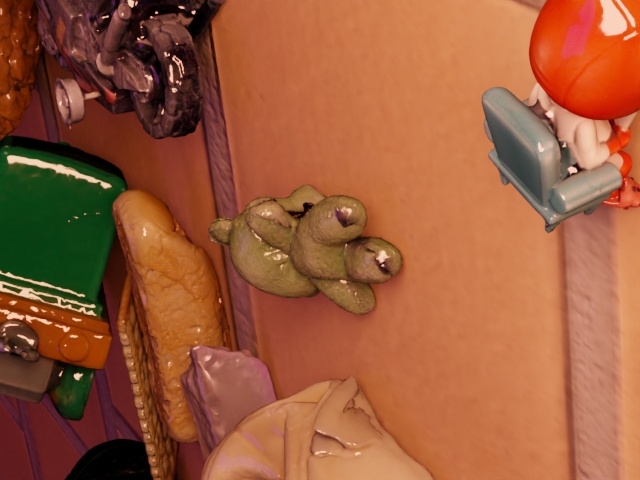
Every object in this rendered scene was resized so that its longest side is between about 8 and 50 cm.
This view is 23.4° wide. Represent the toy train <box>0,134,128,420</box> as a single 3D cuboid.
[{"bbox_3d":[-0.282,0.018,1.496,0.429,0.178,0.249,-136,62,-76],"label":"toy train"}]

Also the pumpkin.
[{"bbox_3d":[-0.217,0.304,1.640,0.194,0.150,0.194,26,122,51],"label":"pumpkin"}]

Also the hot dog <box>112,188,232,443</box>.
[{"bbox_3d":[-0.123,0.064,1.336,0.084,0.073,0.242,-135,31,-55],"label":"hot dog"}]

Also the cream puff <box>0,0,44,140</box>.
[{"bbox_3d":[-0.393,-0.219,1.553,0.327,0.231,0.343,106,148,-46],"label":"cream puff"}]

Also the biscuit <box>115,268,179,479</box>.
[{"bbox_3d":[-0.158,0.127,1.451,0.139,0.016,0.231,-88,-9,-56],"label":"biscuit"}]

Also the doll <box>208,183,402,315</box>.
[{"bbox_3d":[0.000,0.000,1.024,0.115,0.077,0.150,40,158,-25],"label":"doll"}]

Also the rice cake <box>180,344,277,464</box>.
[{"bbox_3d":[-0.035,0.270,1.291,0.064,0.070,0.399,-3,103,68],"label":"rice cake"}]

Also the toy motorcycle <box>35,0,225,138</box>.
[{"bbox_3d":[-0.166,-0.187,1.213,0.307,0.108,0.173,32,129,55],"label":"toy motorcycle"}]

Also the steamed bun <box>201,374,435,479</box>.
[{"bbox_3d":[-0.011,0.210,1.088,0.218,0.144,0.211,53,151,38],"label":"steamed bun"}]

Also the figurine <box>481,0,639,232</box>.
[{"bbox_3d":[0.115,-0.068,0.672,0.068,0.075,0.140,57,156,35],"label":"figurine"}]
